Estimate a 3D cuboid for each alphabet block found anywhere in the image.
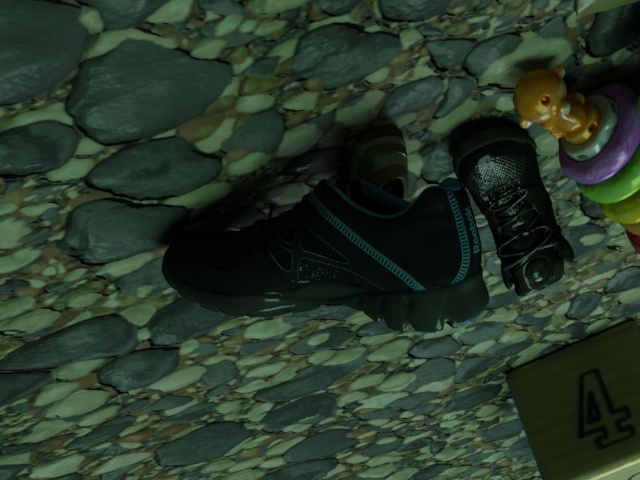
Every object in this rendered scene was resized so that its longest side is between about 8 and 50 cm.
[{"bbox_3d":[0.397,0.255,2.167,0.197,0.193,0.192,-24,154,12],"label":"alphabet block"}]

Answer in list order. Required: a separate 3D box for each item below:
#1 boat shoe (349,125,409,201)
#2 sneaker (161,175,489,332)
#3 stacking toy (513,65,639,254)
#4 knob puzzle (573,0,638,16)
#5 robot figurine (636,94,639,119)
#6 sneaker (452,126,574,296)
[{"bbox_3d":[0.059,-0.035,1.557,0.068,0.072,0.190,-15,153,-5],"label":"boat shoe"},{"bbox_3d":[0.000,0.000,1.501,0.341,0.139,0.125,2,-163,25],"label":"sneaker"},{"bbox_3d":[0.299,-0.089,1.536,0.302,0.166,0.175,26,104,-30],"label":"stacking toy"},{"bbox_3d":[0.300,-0.272,1.303,0.213,0.030,0.213,-14,155,-7],"label":"knob puzzle"},{"bbox_3d":[0.465,-0.116,1.368,0.200,0.354,0.299,-32,136,-53],"label":"robot figurine"},{"bbox_3d":[0.204,-0.028,1.600,0.087,0.130,0.227,-23,150,7],"label":"sneaker"}]
